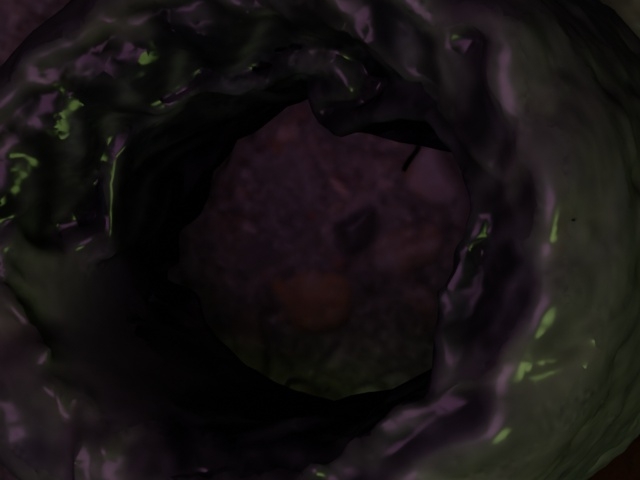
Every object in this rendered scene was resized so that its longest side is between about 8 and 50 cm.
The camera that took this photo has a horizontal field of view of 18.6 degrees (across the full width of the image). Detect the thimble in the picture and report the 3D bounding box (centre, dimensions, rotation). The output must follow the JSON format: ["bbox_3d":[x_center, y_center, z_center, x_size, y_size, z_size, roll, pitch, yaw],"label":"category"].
[{"bbox_3d":[0.000,0.000,0.655,0.245,0.157,0.217,-4,87,24],"label":"thimble"}]

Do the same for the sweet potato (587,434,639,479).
[{"bbox_3d":[0.135,0.099,0.716,0.291,0.097,0.097,-11,102,23],"label":"sweet potato"}]
